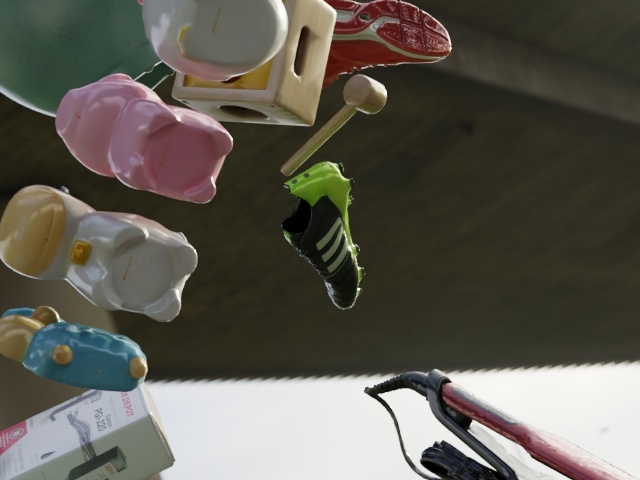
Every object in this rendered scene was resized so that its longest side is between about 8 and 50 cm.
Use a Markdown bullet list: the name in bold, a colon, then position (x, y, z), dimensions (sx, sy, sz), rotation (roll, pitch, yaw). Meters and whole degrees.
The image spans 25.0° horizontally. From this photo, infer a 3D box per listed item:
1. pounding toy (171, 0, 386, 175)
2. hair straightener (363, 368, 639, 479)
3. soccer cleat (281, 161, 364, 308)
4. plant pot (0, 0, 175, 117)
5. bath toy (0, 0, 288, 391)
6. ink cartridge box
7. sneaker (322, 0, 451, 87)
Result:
- **pounding toy**: position (-0.042, -0.163, 1.450), dimensions (0.206, 0.181, 0.094), rotation (6, -11, 31)
- **hair straightener**: position (0.112, 0.154, 0.919), dimensions (0.047, 0.230, 0.089), rotation (-2, -67, -51)
- **soccer cleat**: position (0.000, 0.000, 1.447), dimensions (0.072, 0.060, 0.179), rotation (-20, -51, -15)
- **plant pot**: position (-0.283, -0.258, 1.769), dimensions (0.293, 0.196, 0.293), rotation (-39, 0, 0)
- **bath toy**: position (-0.147, -0.064, 1.123), dimensions (0.151, 0.129, 0.348), rotation (22, -84, -24)
- **ink cartridge box**: position (-0.318, 0.281, 1.946), dimensions (0.218, 0.092, 0.158), rotation (-23, 23, -7)
- **sneaker**: position (0.060, -0.266, 1.992), dimensions (0.221, 0.087, 0.128), rotation (11, -33, -19)
